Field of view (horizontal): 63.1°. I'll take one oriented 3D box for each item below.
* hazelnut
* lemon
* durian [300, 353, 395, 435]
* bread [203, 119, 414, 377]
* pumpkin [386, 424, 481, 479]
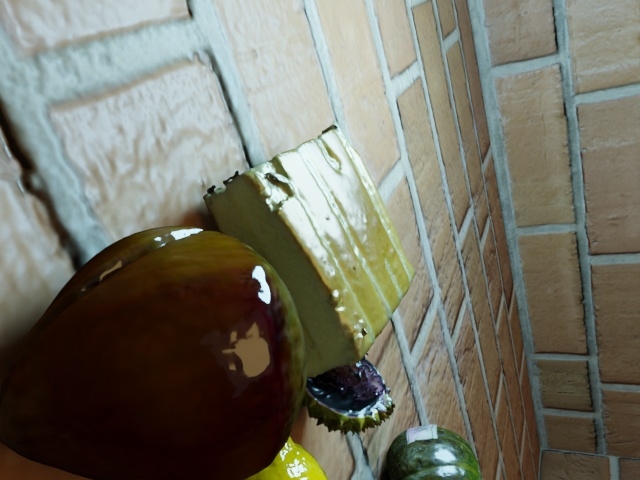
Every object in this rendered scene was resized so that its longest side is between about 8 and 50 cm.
[{"bbox_3d":[-0.117,0.090,0.375,0.208,0.208,0.208,15,73,-60],"label":"hazelnut"},{"bbox_3d":[-0.041,0.279,0.543,0.114,0.114,0.154,1,82,-61],"label":"lemon"},{"bbox_3d":[0.005,0.190,0.647,0.186,0.119,0.108,-123,-143,-54],"label":"durian"},{"bbox_3d":[0.000,0.000,0.620,0.246,0.111,0.239,64,30,-8],"label":"bread"},{"bbox_3d":[0.184,0.444,0.874,0.260,0.190,0.260,-16,90,-82],"label":"pumpkin"}]
